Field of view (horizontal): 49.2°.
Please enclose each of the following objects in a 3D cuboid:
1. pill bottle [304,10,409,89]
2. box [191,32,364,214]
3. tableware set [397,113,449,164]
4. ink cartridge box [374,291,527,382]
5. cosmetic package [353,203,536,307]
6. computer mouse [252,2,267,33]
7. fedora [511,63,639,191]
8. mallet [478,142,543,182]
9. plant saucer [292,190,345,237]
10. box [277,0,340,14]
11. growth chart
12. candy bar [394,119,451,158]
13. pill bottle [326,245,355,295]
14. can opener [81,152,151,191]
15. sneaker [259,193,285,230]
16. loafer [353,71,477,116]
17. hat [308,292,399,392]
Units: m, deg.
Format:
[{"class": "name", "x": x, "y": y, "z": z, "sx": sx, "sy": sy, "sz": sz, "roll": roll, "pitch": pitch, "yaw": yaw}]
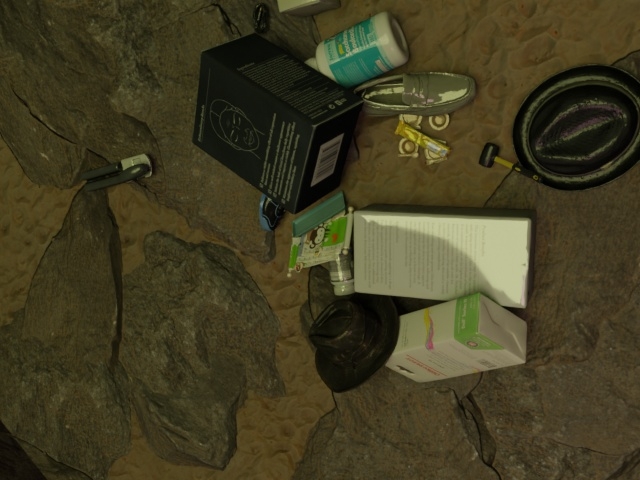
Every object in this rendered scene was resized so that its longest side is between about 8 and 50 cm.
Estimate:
[{"class": "pill bottle", "x": 0.089, "y": -0.486, "z": 1.847, "sx": 0.264, "sy": 0.146, "sz": 0.146, "roll": -20, "pitch": 92, "yaw": 25}, {"class": "box", "x": -0.125, "y": -0.315, "z": 1.863, "sx": 0.395, "sy": 0.212, "sz": 0.293, "roll": 36, "pitch": 136, "yaw": 20}, {"class": "tableware set", "x": 0.276, "y": -0.288, "z": 1.878, "sx": 0.141, "sy": 0.020, "sz": 0.168, "roll": 6, "pitch": 103, "yaw": 22}, {"class": "ink cartridge box", "x": 0.332, "y": 0.264, "z": 1.829, "sx": 0.207, "sy": 0.119, "sz": 0.353, "roll": 31, "pitch": 144, "yaw": -31}, {"class": "cosmetic package", "x": 0.324, "y": 0.029, "z": 1.844, "sx": 0.454, "sy": 0.161, "sz": 0.230, "roll": 4, "pitch": 103, "yaw": 22}, {"class": "computer mouse", "x": -0.195, "y": -0.562, "z": 2.018, "sx": 0.071, "sy": 0.041, "sz": 0.242, "roll": 30, "pitch": 106, "yaw": 33}, {"class": "fedora", "x": 0.618, "y": -0.263, "z": 1.666, "sx": 0.334, "sy": 0.152, "sz": 0.333, "roll": 5, "pitch": 102, "yaw": 22}, {"class": "mallet", "x": 0.483, "y": -0.198, "z": 1.761, "sx": 0.190, "sy": 0.039, "sz": 0.062, "roll": 27, "pitch": 111, "yaw": 45}, {"class": "plant saucer", "x": -0.004, "y": -0.072, "z": 2.025, "sx": 0.192, "sy": 0.067, "sz": 0.018, "roll": -30, "pitch": 133, "yaw": 25}, {"class": "box", "x": -0.048, "y": -0.728, "z": 1.855, "sx": 0.127, "sy": 0.149, "sz": 0.232, "roll": -7, "pitch": 97, "yaw": 24}, {"class": "growth chart", "x": 0.000, "y": 0.000, "z": 2.004, "sx": 0.237, "sy": 0.021, "sz": 0.171, "roll": -22, "pitch": 53, "yaw": 33}, {"class": "candy bar", "x": 0.273, "y": -0.267, "z": 1.863, "sx": 0.162, "sy": 0.018, "sz": 0.040, "roll": 31, "pitch": 115, "yaw": 13}, {"class": "pill bottle", "x": 0.062, "y": 0.085, "z": 2.013, "sx": 0.078, "sy": 0.078, "sz": 0.137, "roll": -6, "pitch": 98, "yaw": 24}, {"class": "can opener", "x": -0.667, "y": -0.215, "z": 2.252, "sx": 0.284, "sy": 0.095, "sz": 0.075, "roll": -11, "pitch": 95, "yaw": 24}, {"class": "sneaker", "x": -0.114, "y": -0.131, "z": 2.042, "sx": 0.091, "sy": 0.081, "sz": 0.232, "roll": 17, "pitch": 106, "yaw": 26}, {"class": "loafer", "x": 0.241, "y": -0.381, "z": 1.815, "sx": 0.320, "sy": 0.111, "sz": 0.112, "roll": -5, "pitch": 80, "yaw": 23}, {"class": "hat", "x": 0.058, "y": 0.256, "z": 1.920, "sx": 0.134, "sy": 0.331, "sz": 0.331, "roll": 27, "pitch": 118, "yaw": -31}]
